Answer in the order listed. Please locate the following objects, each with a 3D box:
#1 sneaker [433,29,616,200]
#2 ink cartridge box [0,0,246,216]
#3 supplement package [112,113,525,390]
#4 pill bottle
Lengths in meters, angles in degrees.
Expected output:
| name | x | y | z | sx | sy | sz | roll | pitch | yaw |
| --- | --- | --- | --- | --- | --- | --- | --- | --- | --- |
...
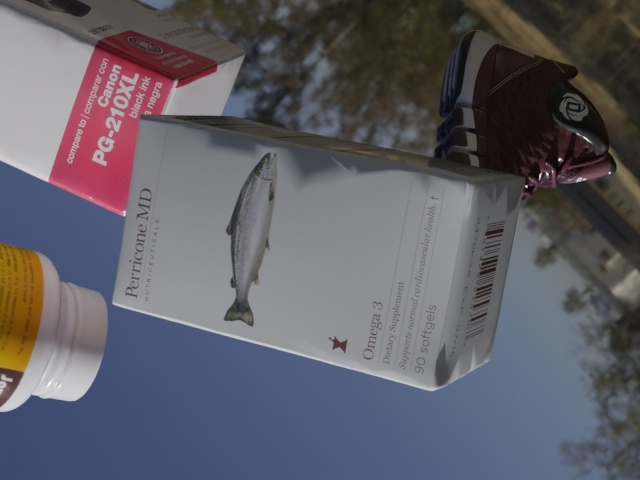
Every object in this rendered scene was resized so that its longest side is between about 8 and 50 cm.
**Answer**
| name | x | y | z | sx | sy | sz | roll | pitch | yaw |
| --- | --- | --- | --- | --- | --- | --- | --- | --- | --- |
| sneaker | 0.181 | -0.042 | 1.120 | 0.163 | 0.281 | 0.106 | 10 | 172 | -6 |
| ink cartridge box | -0.191 | -0.123 | 0.835 | 0.237 | 0.100 | 0.172 | 25 | -163 | 4 |
| supplement package | 0.000 | 0.000 | 0.654 | 0.179 | 0.105 | 0.105 | 12 | -171 | 22 |
| pill bottle | -0.260 | 0.051 | 0.867 | 0.215 | 0.117 | 0.117 | 17 | -156 | -31 |
